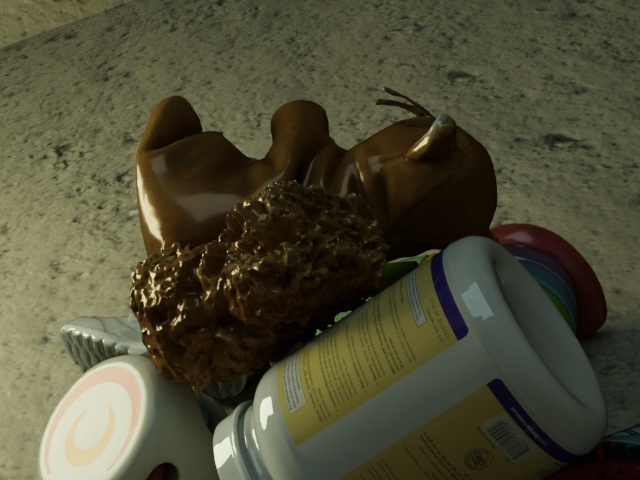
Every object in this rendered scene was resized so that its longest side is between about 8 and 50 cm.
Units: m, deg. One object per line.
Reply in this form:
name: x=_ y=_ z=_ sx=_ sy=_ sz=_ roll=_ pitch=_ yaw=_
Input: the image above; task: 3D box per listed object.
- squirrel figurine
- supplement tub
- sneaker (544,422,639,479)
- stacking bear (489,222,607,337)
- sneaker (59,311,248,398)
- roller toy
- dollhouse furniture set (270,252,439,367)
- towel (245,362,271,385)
squirrel figurine: x=0.000 y=0.000 z=1.799 sx=0.371 sy=0.281 sz=0.397 roll=-9 pitch=27 yaw=17
supplement tub: x=0.086 y=0.175 z=1.659 sx=0.331 sy=0.241 sz=0.241 roll=-35 pitch=23 yaw=17
sneaker: x=0.346 y=0.227 z=1.700 sx=0.262 sy=0.104 sz=0.125 roll=-11 pitch=7 yaw=8
stacking bear: x=0.202 y=0.125 z=1.885 sx=0.175 sy=0.164 sz=0.289 roll=-3 pitch=34 yaw=23
sneaker: x=-0.195 y=0.131 z=2.119 sx=0.281 sy=0.105 sz=0.115 roll=6 pitch=42 yaw=27
roller toy: x=-0.196 y=0.236 z=1.838 sx=0.191 sy=0.146 sz=0.209 roll=-10 pitch=55 yaw=41
dollhouse furniture set: x=0.051 y=0.068 z=2.046 sx=0.198 sy=0.151 sz=0.301 roll=-9 pitch=29 yaw=19
towel: x=-0.110 y=0.145 z=2.139 sx=0.067 sy=0.029 sz=0.119 roll=-32 pitch=31 yaw=-30
